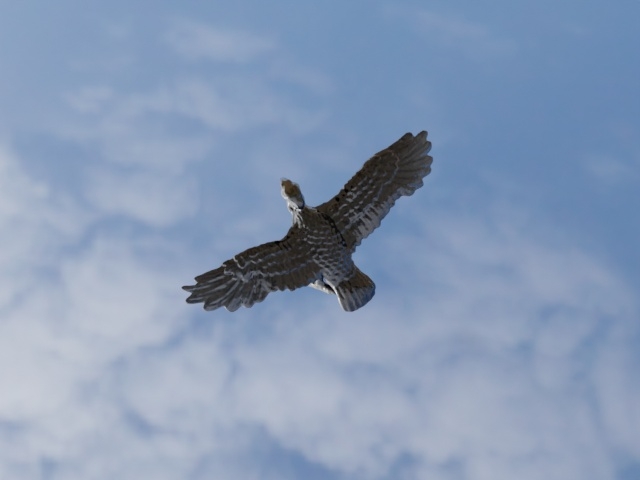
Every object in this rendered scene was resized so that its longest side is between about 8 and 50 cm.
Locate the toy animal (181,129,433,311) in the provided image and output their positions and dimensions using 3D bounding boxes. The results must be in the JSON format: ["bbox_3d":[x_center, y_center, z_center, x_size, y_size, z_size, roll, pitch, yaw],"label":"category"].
[{"bbox_3d":[0.000,0.000,1.253,0.220,0.108,0.062,-32,-142,-12],"label":"toy animal"}]
